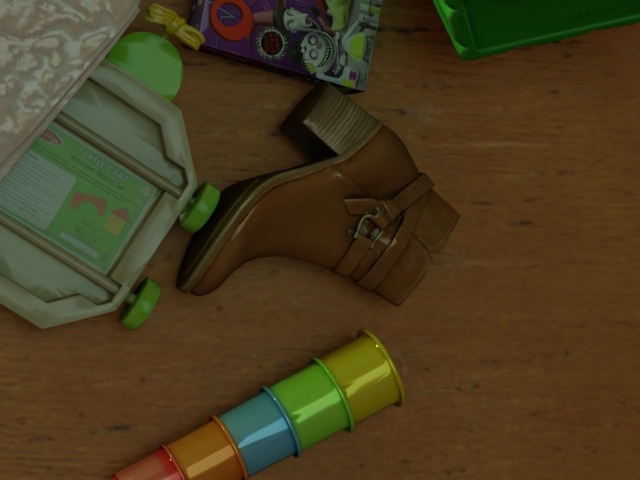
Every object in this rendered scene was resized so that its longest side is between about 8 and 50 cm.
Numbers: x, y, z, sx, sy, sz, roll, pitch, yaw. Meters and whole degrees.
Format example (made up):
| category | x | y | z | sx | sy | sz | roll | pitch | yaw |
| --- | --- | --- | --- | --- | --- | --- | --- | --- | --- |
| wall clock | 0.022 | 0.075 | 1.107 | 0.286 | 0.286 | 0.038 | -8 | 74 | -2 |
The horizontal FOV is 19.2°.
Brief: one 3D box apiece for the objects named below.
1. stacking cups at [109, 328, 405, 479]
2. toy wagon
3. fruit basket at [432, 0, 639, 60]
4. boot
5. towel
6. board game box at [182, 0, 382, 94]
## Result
| category | x | y | z | sx | sy | sz | roll | pitch | yaw |
| --- | --- | --- | --- | --- | --- | --- | --- | --- | --- |
| stacking cups | -0.066 | 0.202 | 1.973 | 0.316 | 0.096 | 0.096 | -27 | 96 | -18 |
| toy wagon | -0.235 | -0.083 | 1.931 | 0.267 | 0.068 | 0.344 | 33 | 83 | -15 |
| fruit basket | 0.242 | -0.414 | 1.961 | 0.392 | 0.283 | 0.392 | -4 | 71 | 10 |
| boot | 0.000 | 0.000 | 2.013 | 0.220 | 0.109 | 0.283 | 44 | 71 | -17 |
| towel | -0.387 | -0.212 | 1.806 | 0.332 | 0.053 | 0.317 | 39 | 82 | -20 |
| board game box | -0.016 | -0.348 | 2.023 | 0.208 | 0.056 | 0.346 | 13 | 84 | -23 |
